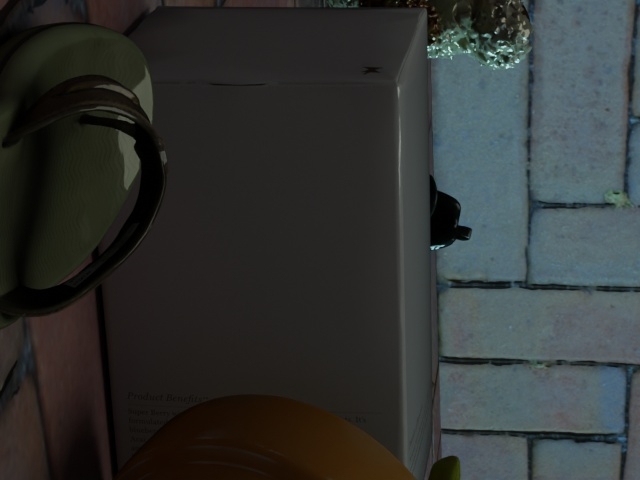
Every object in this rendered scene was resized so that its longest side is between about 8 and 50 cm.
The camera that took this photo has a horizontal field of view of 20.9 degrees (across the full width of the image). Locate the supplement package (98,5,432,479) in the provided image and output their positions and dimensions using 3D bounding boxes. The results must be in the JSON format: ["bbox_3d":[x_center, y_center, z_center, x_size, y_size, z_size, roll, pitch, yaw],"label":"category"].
[{"bbox_3d":[-0.025,0.019,1.045,0.175,0.178,0.293,-67,157,-67],"label":"supplement package"}]

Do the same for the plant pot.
[{"bbox_3d":[-0.054,0.211,0.890,0.188,0.205,0.205,-43,135,-58],"label":"plant pot"}]

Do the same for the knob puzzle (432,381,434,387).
[{"bbox_3d":[0.011,0.079,1.446,0.030,0.213,0.213,-45,179,11],"label":"knob puzzle"}]

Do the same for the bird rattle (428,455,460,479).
[{"bbox_3d":[-0.016,0.212,1.220,0.207,0.253,0.143,59,-39,27],"label":"bird rattle"}]

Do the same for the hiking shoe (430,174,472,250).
[{"bbox_3d":[0.030,-0.055,1.482,0.304,0.132,0.113,29,61,-68],"label":"hiking shoe"}]

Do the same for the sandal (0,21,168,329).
[{"bbox_3d":[-0.114,-0.018,0.752,0.303,0.086,0.120,-64,154,-70],"label":"sandal"}]

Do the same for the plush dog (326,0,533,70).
[{"bbox_3d":[0.062,-0.267,1.740,0.262,0.211,0.225,65,15,20],"label":"plush dog"}]
